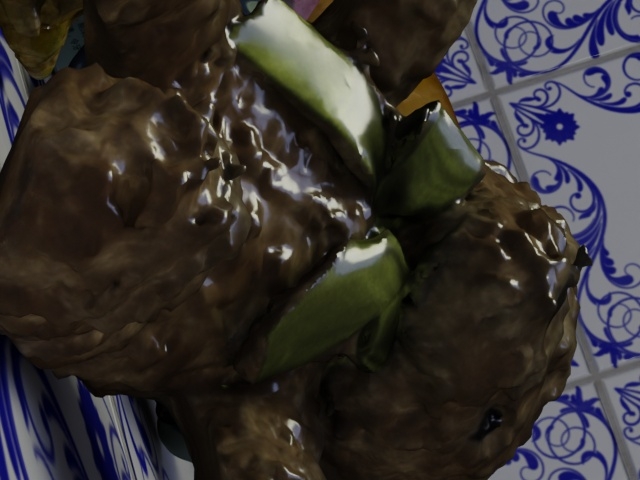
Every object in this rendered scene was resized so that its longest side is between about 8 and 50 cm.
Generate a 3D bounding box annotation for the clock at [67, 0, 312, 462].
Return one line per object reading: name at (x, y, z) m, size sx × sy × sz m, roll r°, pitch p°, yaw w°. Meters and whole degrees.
clock at (-0.044, -0.007, 0.936) m, size 0.199 × 0.146 × 0.243 m, roll 29°, pitch -44°, yaw 64°

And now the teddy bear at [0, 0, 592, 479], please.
teddy bear at (0.003, -0.003, 0.626) m, size 0.296 × 0.222 × 0.246 m, roll 117°, pitch -15°, yaw -70°

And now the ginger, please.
ginger at (-0.114, -0.123, 0.744) m, size 0.081 × 0.115 × 0.205 m, roll 36°, pitch 17°, yaw -15°

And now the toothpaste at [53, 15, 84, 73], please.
toothpaste at (-0.122, -0.142, 1.027) m, size 0.336 × 0.081 × 0.067 m, roll 74°, pitch -3°, yaw -50°

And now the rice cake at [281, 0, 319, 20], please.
rice cake at (-0.083, -0.173, 0.912) m, size 0.051 × 0.081 × 0.290 m, roll 47°, pitch 9°, yaw 35°

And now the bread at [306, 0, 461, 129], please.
bread at (-0.038, -0.056, 1.269) m, size 0.337 × 0.148 × 0.328 m, roll -40°, pitch -112°, yaw 61°
